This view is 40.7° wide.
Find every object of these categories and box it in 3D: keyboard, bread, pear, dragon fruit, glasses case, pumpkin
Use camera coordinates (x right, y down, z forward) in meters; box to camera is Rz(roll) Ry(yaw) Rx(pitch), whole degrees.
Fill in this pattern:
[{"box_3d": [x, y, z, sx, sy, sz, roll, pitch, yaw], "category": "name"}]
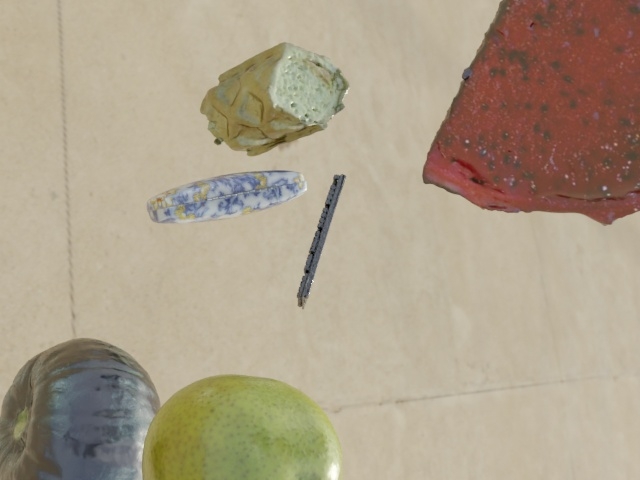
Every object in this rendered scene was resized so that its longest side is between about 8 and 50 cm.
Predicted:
[{"box_3d": [-0.001, 0.000, 1.431, 0.072, 0.023, 0.231, 102, 6, -67], "category": "keyboard"}, {"box_3d": [-0.105, -0.300, 1.863, 0.239, 0.252, 0.195, 9, 76, -38], "category": "bread"}, {"box_3d": [-0.056, 0.204, 0.738, 0.180, 0.216, 0.166, 33, 81, -37], "category": "pear"}, {"box_3d": [0.172, -0.132, 0.518, 0.163, 0.261, 0.189, 8, 50, -11], "category": "dragon fruit"}, {"box_3d": [-0.136, -0.065, 1.276, 0.248, 0.087, 0.065, -14, 97, -34], "category": "glasses case"}, {"box_3d": [-0.364, 0.305, 1.334, 0.239, 0.315, 0.315, 14, 65, -34], "category": "pumpkin"}]
